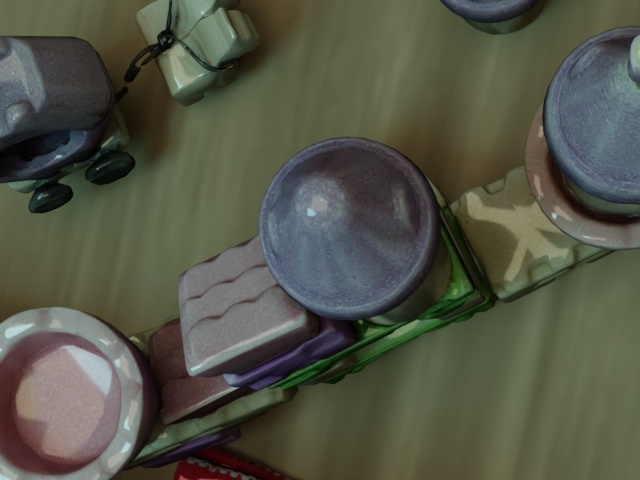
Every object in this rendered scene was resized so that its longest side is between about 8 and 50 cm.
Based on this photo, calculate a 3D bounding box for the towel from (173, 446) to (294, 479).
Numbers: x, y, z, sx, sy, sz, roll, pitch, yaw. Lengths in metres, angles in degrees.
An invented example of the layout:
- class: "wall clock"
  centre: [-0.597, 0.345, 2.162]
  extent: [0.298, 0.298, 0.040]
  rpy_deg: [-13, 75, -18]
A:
- class: "towel"
  centre: [-0.025, 0.250, 0.642]
  extent: [0.199, 0.031, 0.275]
  rpy_deg: [22, 93, 15]

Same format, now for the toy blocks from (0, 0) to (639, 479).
- class: "toy blocks"
  centre: [0.000, 0.000, 0.514]
  extent: [0.288, 0.260, 0.309]
  rpy_deg: [-26, 78, 7]
